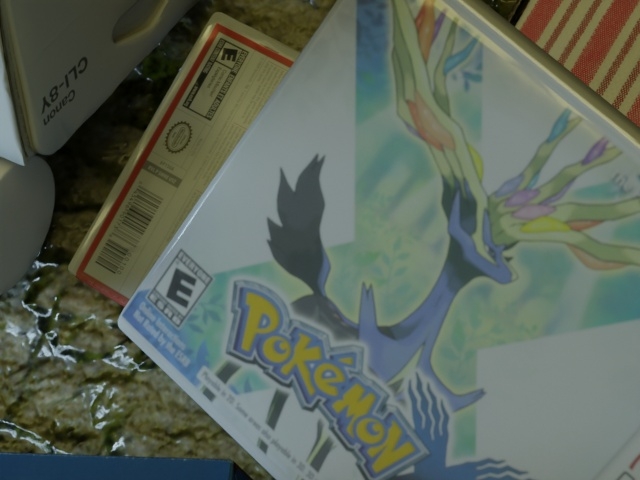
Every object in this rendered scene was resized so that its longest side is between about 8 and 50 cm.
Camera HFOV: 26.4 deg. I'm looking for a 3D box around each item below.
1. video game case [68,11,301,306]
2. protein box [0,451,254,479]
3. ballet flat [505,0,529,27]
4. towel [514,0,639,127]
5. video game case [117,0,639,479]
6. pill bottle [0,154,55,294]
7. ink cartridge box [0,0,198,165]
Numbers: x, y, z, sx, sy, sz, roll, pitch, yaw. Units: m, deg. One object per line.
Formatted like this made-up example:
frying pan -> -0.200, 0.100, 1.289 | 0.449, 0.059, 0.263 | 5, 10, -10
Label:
video game case -> 0.000, 0.000, 0.877 | 0.285, 0.025, 0.204 | 29, 88, 18
protein box -> -0.141, 0.232, 0.775 | 0.201, 0.136, 0.200 | 0, 68, 11
ballet flat -> 0.165, -0.153, 0.896 | 0.084, 0.058, 0.250 | 26, 78, 17
towel -> 0.192, -0.105, 0.810 | 0.197, 0.029, 0.144 | 28, 83, 44
video game case -> 0.075, 0.044, 0.780 | 0.329, 0.036, 0.300 | 42, 110, 15
pill bottle -> -0.292, -0.043, 0.908 | 0.208, 0.119, 0.119 | 21, 77, 15
ink cartridge box -> -0.275, -0.254, 0.907 | 0.384, 0.160, 0.279 | 24, 54, 16
